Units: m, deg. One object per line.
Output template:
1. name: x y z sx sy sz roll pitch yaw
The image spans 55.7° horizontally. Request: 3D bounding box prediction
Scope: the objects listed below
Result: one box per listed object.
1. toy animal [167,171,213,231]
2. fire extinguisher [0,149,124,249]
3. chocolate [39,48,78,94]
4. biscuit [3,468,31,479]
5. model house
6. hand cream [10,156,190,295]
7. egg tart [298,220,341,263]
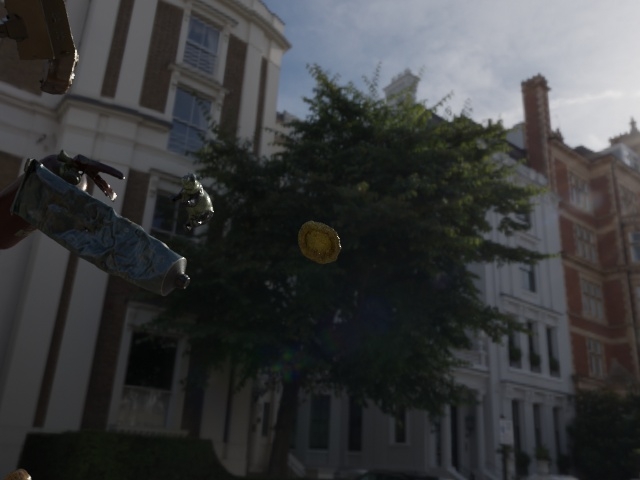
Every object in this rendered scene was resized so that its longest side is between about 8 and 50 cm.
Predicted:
1. toy animal: -0.418 -0.129 1.989 0.094 0.121 0.225 21 -32 29
2. fire extinguisher: -0.536 -0.081 1.207 0.337 0.106 0.147 -25 -46 27
3. chocolate: -0.875 -0.575 2.028 0.093 0.148 0.214 7 -2 -33
4. biscuit: -0.585 0.631 1.149 0.216 0.339 0.047 -47 -37 14
5. model house: -0.856 -0.607 1.709 0.248 0.181 0.176 -21 35 -32
6. hand cream: -0.266 -0.008 0.730 0.248 0.075 0.052 30 -7 4
7. egg tart: 0.000 0.000 1.273 0.105 0.039 0.105 12 -53 16
